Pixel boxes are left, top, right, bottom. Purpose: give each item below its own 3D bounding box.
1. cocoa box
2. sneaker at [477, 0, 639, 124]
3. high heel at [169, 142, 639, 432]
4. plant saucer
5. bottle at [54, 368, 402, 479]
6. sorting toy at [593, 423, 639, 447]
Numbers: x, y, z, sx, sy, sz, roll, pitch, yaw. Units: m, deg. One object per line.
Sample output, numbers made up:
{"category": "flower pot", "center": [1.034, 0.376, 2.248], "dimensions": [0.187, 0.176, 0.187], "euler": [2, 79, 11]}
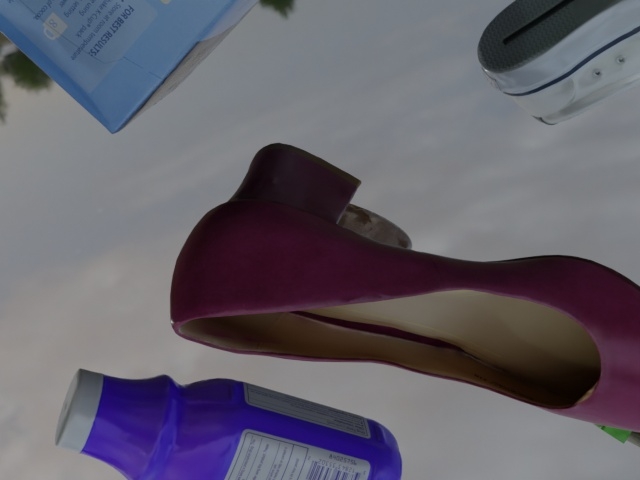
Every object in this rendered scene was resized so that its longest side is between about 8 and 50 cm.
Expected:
{"category": "cocoa box", "center": [-0.106, -0.296, 0.906], "dimensions": [0.347, 0.231, 0.228], "euler": [-44, -172, 19]}
{"category": "sneaker", "center": [0.234, -0.167, 0.799], "dimensions": [0.258, 0.091, 0.094], "euler": [-27, -130, 26]}
{"category": "high heel", "center": [0.087, 0.079, 0.772], "dimensions": [0.377, 0.127, 0.181], "euler": [23, -139, 2]}
{"category": "plant saucer", "center": [0.000, 0.000, 1.087], "dimensions": [0.168, 0.168, 0.029], "euler": [-6, -116, 46]}
{"category": "bottle", "center": [-0.077, 0.177, 0.989], "dimensions": [0.283, 0.118, 0.092], "euler": [18, -155, -16]}
{"category": "sorting toy", "center": [0.344, 0.202, 1.329], "dimensions": [0.047, 0.196, 0.347], "euler": [-57, -178, 0]}
